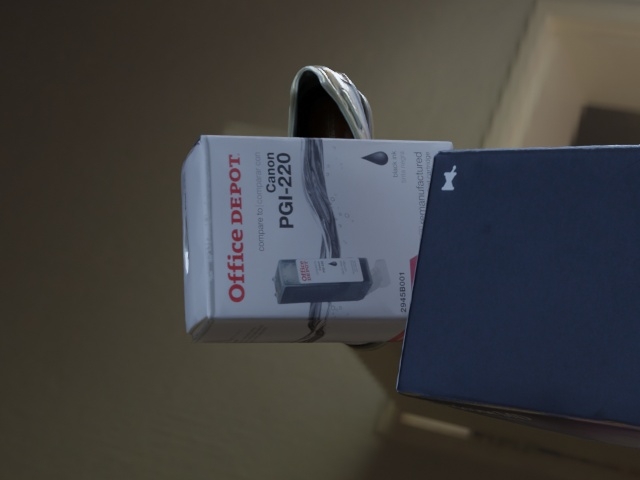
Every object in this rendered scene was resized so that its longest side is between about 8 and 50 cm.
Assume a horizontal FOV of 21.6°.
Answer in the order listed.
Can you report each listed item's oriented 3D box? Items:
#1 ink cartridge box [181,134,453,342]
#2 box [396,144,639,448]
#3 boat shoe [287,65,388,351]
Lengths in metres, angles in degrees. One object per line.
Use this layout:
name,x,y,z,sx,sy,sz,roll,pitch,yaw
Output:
ink cartridge box,0.000,0.000,1.380,0.092,0.218,0.158,131,137,-71
box,0.259,0.054,1.106,0.294,0.296,0.182,15,-98,-36
boat shoe,0.012,-0.036,1.721,0.103,0.113,0.302,41,-146,-61
